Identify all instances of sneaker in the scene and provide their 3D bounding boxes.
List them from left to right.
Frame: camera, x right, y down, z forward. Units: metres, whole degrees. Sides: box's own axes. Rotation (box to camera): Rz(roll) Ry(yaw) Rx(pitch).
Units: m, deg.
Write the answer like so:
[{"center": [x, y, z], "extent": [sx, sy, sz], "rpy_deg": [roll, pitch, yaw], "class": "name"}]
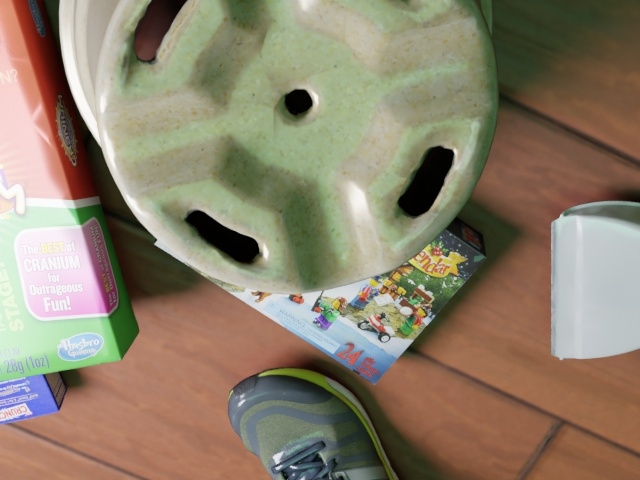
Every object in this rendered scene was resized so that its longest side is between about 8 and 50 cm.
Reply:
[{"center": [0.020, 0.239, 1.115], "extent": [0.111, 0.121, 0.300], "rpy_deg": [-33, 111, 18], "class": "sneaker"}]

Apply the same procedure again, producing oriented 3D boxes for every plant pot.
[{"center": [-0.020, -0.118, 0.801], "extent": [0.333, 0.305, 0.334], "rpy_deg": [-1, 108, -4], "class": "plant pot"}]

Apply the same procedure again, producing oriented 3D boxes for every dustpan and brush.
[{"center": [0.303, 0.029, 1.036], "extent": [0.211, 0.060, 0.147], "rpy_deg": [0, 118, 11], "class": "dustpan and brush"}]

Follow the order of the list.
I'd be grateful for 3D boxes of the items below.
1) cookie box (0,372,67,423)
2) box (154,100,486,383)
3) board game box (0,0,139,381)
[{"center": [-0.294, 0.112, 1.115], "extent": [0.091, 0.040, 0.107], "rpy_deg": [-13, 114, 10], "class": "cookie box"}, {"center": [0.000, 0.000, 1.038], "extent": [0.233, 0.044, 0.159], "rpy_deg": [33, 114, -13], "class": "box"}, {"center": [-0.309, -0.036, 1.004], "extent": [0.242, 0.064, 0.317], "rpy_deg": [-11, 107, 9], "class": "board game box"}]
